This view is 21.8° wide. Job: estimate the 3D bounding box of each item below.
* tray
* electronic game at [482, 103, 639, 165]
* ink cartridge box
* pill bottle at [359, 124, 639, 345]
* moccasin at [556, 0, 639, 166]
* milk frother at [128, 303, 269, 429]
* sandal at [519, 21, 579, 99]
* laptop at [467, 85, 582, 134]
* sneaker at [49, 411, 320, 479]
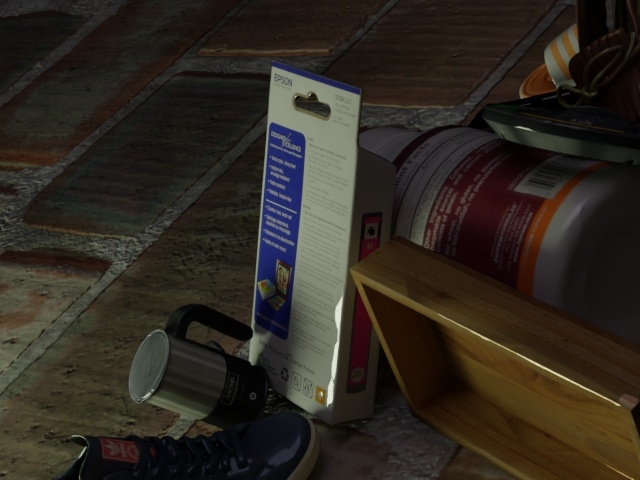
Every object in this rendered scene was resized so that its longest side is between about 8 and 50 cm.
[{"bbox_3d":[0.202,0.144,1.576,0.076,0.202,0.411,-36,32,-21],"label":"tray"},{"bbox_3d":[0.278,-0.112,1.689,0.229,0.048,0.229,8,8,-1],"label":"electronic game"},{"bbox_3d":[0.000,0.000,1.805,0.069,0.370,0.176,-8,19,-33],"label":"ink cartridge box"},{"bbox_3d":[0.186,-0.002,1.798,0.224,0.224,0.392,-40,33,-25],"label":"pill bottle"},{"bbox_3d":[0.338,-0.197,1.886,0.139,0.147,0.380,-25,56,59],"label":"moccasin"},{"bbox_3d":[-0.150,0.150,1.868,0.143,0.135,0.129,-31,44,46],"label":"milk frother"},{"bbox_3d":[0.376,-0.270,2.210,0.265,0.076,0.102,-26,32,12],"label":"sandal"},{"bbox_3d":[0.303,-0.100,2.046,0.234,0.136,0.264,-11,13,17],"label":"laptop"},{"bbox_3d":[-0.174,0.246,1.731,0.350,0.148,0.131,-26,30,-4],"label":"sneaker"}]
